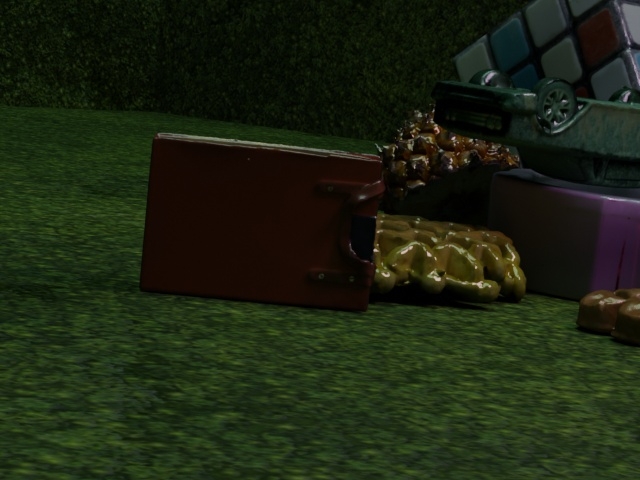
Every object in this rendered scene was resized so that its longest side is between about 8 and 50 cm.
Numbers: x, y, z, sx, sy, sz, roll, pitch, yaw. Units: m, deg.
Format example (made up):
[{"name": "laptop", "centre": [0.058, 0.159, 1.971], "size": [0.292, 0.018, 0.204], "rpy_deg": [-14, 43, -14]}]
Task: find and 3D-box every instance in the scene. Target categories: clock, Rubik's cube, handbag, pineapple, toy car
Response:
[{"name": "clock", "centre": [0.328, 0.002, 1.840], "size": [0.338, 0.102, 0.338], "rpy_deg": [7, 7, -1]}, {"name": "Rubik's cube", "centre": [0.348, -0.148, 2.149], "size": [0.259, 0.256, 0.253], "rpy_deg": [1, -25, -39]}, {"name": "handbag", "centre": [-0.046, -0.015, 1.517], "size": [0.190, 0.127, 0.063], "rpy_deg": [5, 8, -1]}, {"name": "pineapple", "centre": [0.123, -0.088, 2.001], "size": [0.161, 0.137, 0.176], "rpy_deg": [-30, -29, 15]}, {"name": "toy car", "centre": [0.267, -0.102, 1.794], "size": [0.320, 0.097, 0.141], "rpy_deg": [4, 8, -33]}]

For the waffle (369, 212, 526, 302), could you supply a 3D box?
[{"name": "waffle", "centre": [0.037, 0.007, 1.706], "size": [0.329, 0.062, 0.329], "rpy_deg": [5, 6, 0]}]

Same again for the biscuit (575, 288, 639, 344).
[{"name": "biscuit", "centre": [0.353, 0.065, 1.566], "size": [0.288, 0.044, 0.202], "rpy_deg": [6, 6, -21]}]
